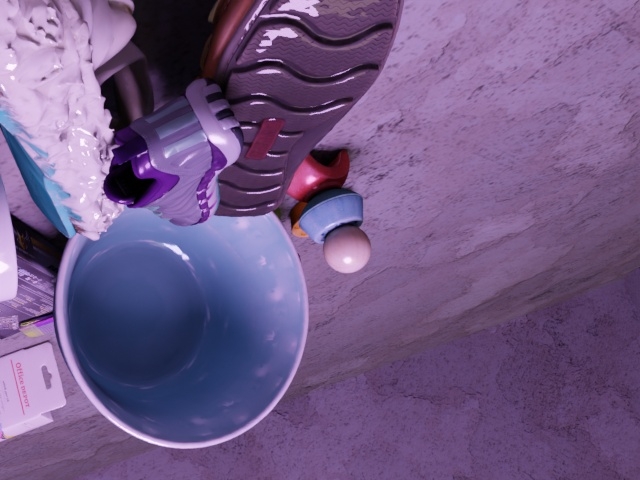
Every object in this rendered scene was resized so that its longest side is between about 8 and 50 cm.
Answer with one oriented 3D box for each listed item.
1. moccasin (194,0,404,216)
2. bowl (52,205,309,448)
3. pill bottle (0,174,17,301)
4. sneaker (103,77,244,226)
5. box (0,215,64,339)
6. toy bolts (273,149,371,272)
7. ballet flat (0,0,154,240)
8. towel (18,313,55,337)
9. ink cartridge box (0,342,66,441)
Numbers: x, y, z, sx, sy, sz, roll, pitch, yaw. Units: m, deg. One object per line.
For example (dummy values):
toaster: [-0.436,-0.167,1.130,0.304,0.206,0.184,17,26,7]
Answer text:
moccasin: [-0.036,-0.152,0.649,0.139,0.147,0.380,-2,160,-14]
bowl: [-0.185,0.081,0.902,0.311,0.311,0.163,-5,174,-40]
pill bottle: [-0.404,0.012,0.613,0.283,0.161,0.161,-11,158,-29]
sneaker: [-0.134,-0.055,0.617,0.098,0.083,0.223,-28,172,-22]
box: [-0.396,0.056,0.897,0.183,0.056,0.231,-22,161,1]
toy bolts: [0.000,0.000,1.026,0.218,0.158,0.228,-8,156,-36]
ballet flat: [-0.194,-0.127,0.560,0.147,0.147,0.409,-18,165,-12]
towel: [-0.340,0.105,0.990,0.083,0.009,0.060,-18,162,-10]
ink cartridge box: [-0.498,0.249,1.204,0.198,0.115,0.067,-20,160,-7]
